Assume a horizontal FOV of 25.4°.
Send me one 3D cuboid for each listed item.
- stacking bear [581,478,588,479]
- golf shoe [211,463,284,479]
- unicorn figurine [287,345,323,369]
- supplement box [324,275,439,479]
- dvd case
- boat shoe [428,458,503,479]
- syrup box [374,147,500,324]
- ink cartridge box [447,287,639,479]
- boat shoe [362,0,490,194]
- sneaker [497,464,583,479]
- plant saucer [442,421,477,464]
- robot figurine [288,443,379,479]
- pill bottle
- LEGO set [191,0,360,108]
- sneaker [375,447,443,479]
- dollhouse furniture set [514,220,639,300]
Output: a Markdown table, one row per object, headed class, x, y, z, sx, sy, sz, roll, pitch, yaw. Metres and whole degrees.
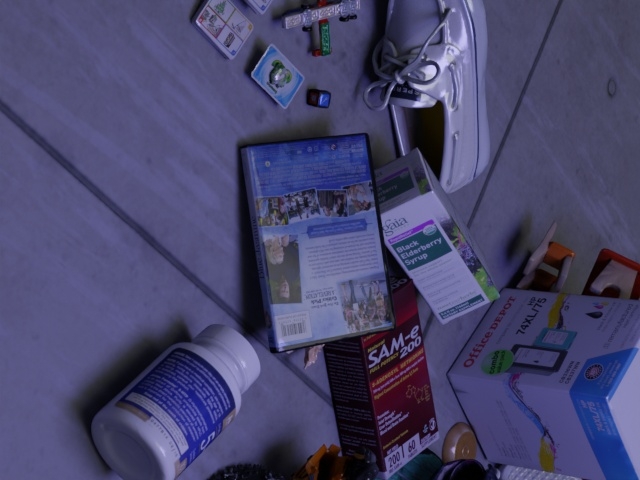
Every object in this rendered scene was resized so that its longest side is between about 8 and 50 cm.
| class | x | y | z | sx | sy | sz | roll | pitch | yaw |
| --- | --- | --- | --- | --- | --- | --- | --- | --- | --- |
| stacking bear | 0.552 | 0.413 | 2.427 | 0.289 | 0.164 | 0.175 | 33 | 104 | -36 |
| golf shoe | -0.117 | 0.342 | 1.681 | 0.198 | 0.077 | 0.094 | -37 | 143 | -44 |
| unicorn figurine | -0.015 | 0.070 | 1.779 | 0.111 | 0.060 | 0.162 | -33 | 134 | -54 |
| supplement box | 0.080 | 0.180 | 1.887 | 0.130 | 0.073 | 0.239 | -30 | 116 | -45 |
| dvd case | 0.000 | 0.000 | 1.737 | 0.180 | 0.022 | 0.253 | -8 | 90 | -33 |
| boat shoe | 0.237 | 0.368 | 1.983 | 0.340 | 0.127 | 0.158 | -26 | 117 | -64 |
| syrup box | 0.146 | -0.003 | 1.899 | 0.237 | 0.093 | 0.096 | 53 | 15 | -42 |
| ink cartridge box | 0.369 | 0.213 | 2.088 | 0.198 | 0.270 | 0.197 | -52 | 129 | -33 |
| boat shoe | 0.126 | -0.215 | 1.868 | 0.156 | 0.135 | 0.367 | -36 | 131 | -39 |
| sneaker | 0.386 | 0.432 | 2.265 | 0.321 | 0.127 | 0.126 | 25 | 70 | -23 |
| plant saucer | 0.210 | 0.312 | 2.106 | 0.083 | 0.015 | 0.083 | -8 | 100 | -50 |
| robot figurine | -0.026 | 0.357 | 1.685 | 0.085 | 0.211 | 0.291 | 36 | 36 | -5 |
| pill bottle | -0.154 | 0.179 | 1.571 | 0.186 | 0.112 | 0.112 | -44 | 126 | -38 |
| LEGO set | -0.045 | -0.268 | 1.724 | 0.244 | 0.060 | 0.182 | 42 | 75 | -43 |
| sneaker | 0.089 | 0.353 | 1.939 | 0.223 | 0.083 | 0.098 | -25 | 149 | -57 |
| dollhouse furniture set | 0.441 | 0.106 | 2.203 | 0.135 | 0.262 | 0.259 | -54 | 165 | -35 |
